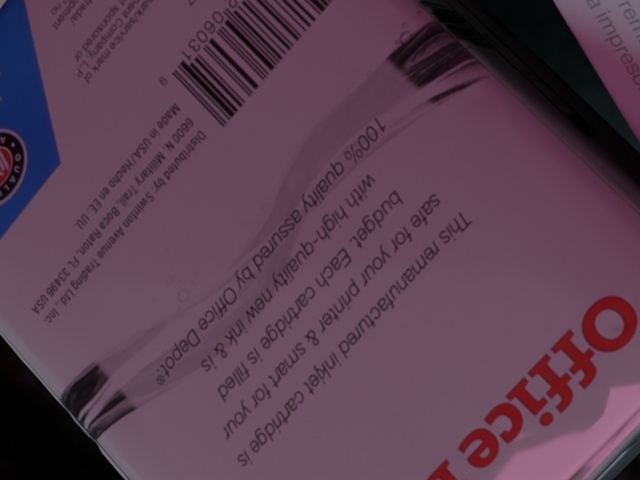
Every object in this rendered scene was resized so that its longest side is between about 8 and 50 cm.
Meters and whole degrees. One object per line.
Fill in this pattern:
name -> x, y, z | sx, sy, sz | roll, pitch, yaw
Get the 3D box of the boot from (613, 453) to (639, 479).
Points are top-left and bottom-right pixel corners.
boot -> 0.147, 0.120, 0.558 | 0.161, 0.083, 0.246 | 16, 93, -24

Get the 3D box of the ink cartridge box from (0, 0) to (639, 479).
ink cartridge box -> 0.000, 0.000, 0.501 | 0.203, 0.086, 0.148 | 47, 106, 16

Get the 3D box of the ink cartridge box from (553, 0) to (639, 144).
ink cartridge box -> 0.142, -0.122, 0.407 | 0.212, 0.093, 0.154 | -23, 106, 35

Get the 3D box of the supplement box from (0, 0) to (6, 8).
supplement box -> -0.078, -0.090, 0.579 | 0.062, 0.036, 0.098 | 34, 130, 6
